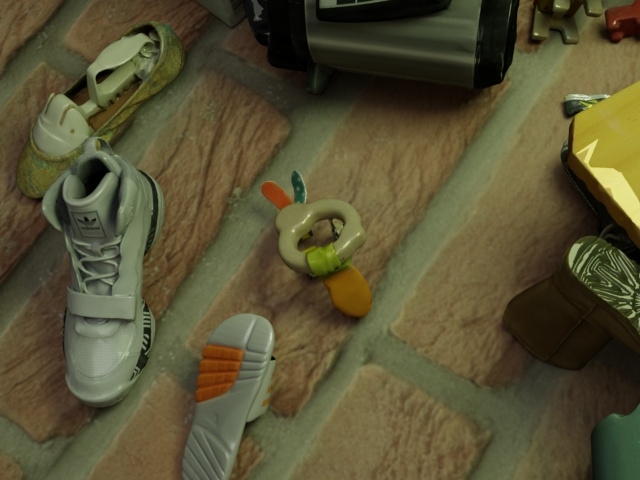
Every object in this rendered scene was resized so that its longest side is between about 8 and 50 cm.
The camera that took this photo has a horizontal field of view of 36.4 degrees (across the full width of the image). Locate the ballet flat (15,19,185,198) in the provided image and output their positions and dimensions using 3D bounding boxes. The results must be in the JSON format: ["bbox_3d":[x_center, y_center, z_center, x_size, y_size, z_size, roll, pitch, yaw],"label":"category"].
[{"bbox_3d":[-0.356,-0.215,1.516,0.123,0.123,0.348,42,80,19],"label":"ballet flat"}]

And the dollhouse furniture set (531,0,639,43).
[{"bbox_3d":[0.457,-0.426,1.370,0.201,0.374,0.152,6,72,-9],"label":"dollhouse furniture set"}]

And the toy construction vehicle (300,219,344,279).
[{"bbox_3d":[0.002,0.000,1.436,0.085,0.035,0.098,-26,76,-1],"label":"toy construction vehicle"}]

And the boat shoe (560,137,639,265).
[{"bbox_3d":[0.438,-0.010,1.334,0.119,0.121,0.335,-38,71,-10],"label":"boat shoe"}]

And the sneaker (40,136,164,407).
[{"bbox_3d":[-0.315,0.038,1.364,0.137,0.210,0.366,2,70,8],"label":"sneaker"}]

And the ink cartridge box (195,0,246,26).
[{"bbox_3d":[-0.277,-0.539,1.523,0.385,0.308,0.091,36,77,18],"label":"ink cartridge box"}]

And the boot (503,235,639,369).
[{"bbox_3d":[0.361,0.116,1.222,0.089,0.269,0.236,-40,77,-18],"label":"boot"}]

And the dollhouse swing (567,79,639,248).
[{"bbox_3d":[0.495,-0.053,1.246,0.305,0.315,0.347,-35,69,-3],"label":"dollhouse swing"}]

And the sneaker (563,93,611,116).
[{"bbox_3d":[0.407,-0.200,1.462,0.083,0.031,0.035,3,84,13],"label":"sneaker"}]

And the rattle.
[{"bbox_3d":[0.000,0.000,1.405,0.130,0.142,0.199,-54,42,-1],"label":"rattle"}]

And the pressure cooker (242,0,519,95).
[{"bbox_3d":[0.087,-0.414,1.407,0.420,0.376,0.370,11,56,11],"label":"pressure cooker"}]

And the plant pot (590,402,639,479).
[{"bbox_3d":[0.458,0.365,1.101,0.341,0.341,0.334,-4,61,6],"label":"plant pot"}]

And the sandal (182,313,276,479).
[{"bbox_3d":[-0.123,0.227,1.350,0.102,0.076,0.265,20,94,29],"label":"sandal"}]
